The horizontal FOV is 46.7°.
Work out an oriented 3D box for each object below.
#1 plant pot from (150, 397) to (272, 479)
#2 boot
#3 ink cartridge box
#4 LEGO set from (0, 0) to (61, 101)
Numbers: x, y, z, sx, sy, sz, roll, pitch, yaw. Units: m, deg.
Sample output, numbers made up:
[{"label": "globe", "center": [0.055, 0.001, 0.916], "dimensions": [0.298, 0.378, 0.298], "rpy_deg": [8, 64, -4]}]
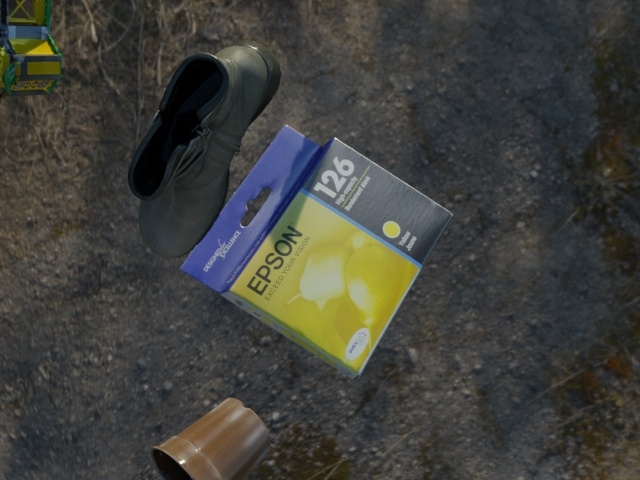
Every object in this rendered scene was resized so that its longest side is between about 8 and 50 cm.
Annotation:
[{"label": "plant pot", "center": [-0.184, 0.380, 1.318], "dimensions": [0.165, 0.167, 0.167], "rpy_deg": [-38, 83, -33]}, {"label": "boot", "center": [-0.130, -0.068, 0.658], "dimensions": [0.083, 0.246, 0.161], "rpy_deg": [32, 26, 2]}, {"label": "ink cartridge box", "center": [0.000, 0.000, 1.121], "dimensions": [0.307, 0.072, 0.303], "rpy_deg": [33, 69, 0]}, {"label": "LEGO set", "center": [-0.401, -0.255, 0.669], "dimensions": [0.331, 0.255, 0.192], "rpy_deg": [29, 27, 25]}]
